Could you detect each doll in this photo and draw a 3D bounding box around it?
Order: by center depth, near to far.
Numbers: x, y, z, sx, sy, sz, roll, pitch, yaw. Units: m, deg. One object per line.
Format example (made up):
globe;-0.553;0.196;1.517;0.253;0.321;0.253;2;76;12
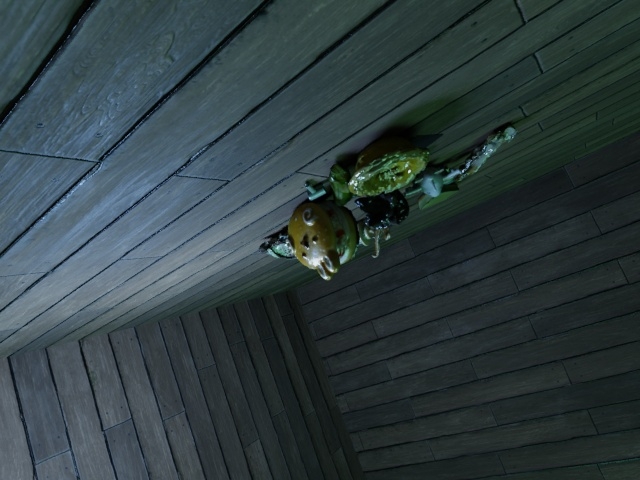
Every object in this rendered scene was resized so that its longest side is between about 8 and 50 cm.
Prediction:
doll;0.163;-0.017;2.421;0.207;0.144;0.271;2;161;-11

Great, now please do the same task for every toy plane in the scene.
toy plane;0.466;-0.245;1.844;0.252;0.118;0.252;-21;172;-3

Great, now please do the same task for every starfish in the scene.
starfish;0.341;-0.085;2.319;0.327;0.094;0.375;-59;-172;26

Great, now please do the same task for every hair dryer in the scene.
hair dryer;-0.026;-0.175;1.459;0.063;0.038;0.124;-25;162;11

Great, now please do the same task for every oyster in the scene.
oyster;0.646;-0.350;1.766;0.128;0.079;0.345;-24;164;-31

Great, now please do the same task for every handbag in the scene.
handbag;-0.134;0.021;1.975;0.212;0.127;0.235;-25;167;29

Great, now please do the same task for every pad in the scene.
pad;0.327;-0.323;1.470;0.157;0.003;0.112;-14;167;-38

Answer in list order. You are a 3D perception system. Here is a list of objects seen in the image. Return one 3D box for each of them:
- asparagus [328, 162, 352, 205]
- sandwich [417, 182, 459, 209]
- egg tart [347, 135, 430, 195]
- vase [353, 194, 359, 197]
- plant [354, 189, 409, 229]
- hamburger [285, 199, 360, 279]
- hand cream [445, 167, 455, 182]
asparagus;0.071;-0.187;1.469;0.084;0.082;0.343;14;170;6
sandwich;0.641;-0.257;2.311;0.211;0.063;0.245;-22;171;-14
egg tart;0.203;-0.234;1.357;0.288;0.119;0.288;-20;170;-4
vase;0.167;-0.201;1.629;0.211;0.060;0.060;-22;170;8
plant;0.269;-0.130;1.827;0.181;0.194;0.320;-30;170;23
hamburger;0.000;0.000;1.648;0.186;0.303;0.261;-16;164;-44
hand cream;0.562;-0.292;1.998;0.095;0.046;0.175;-22;163;29
